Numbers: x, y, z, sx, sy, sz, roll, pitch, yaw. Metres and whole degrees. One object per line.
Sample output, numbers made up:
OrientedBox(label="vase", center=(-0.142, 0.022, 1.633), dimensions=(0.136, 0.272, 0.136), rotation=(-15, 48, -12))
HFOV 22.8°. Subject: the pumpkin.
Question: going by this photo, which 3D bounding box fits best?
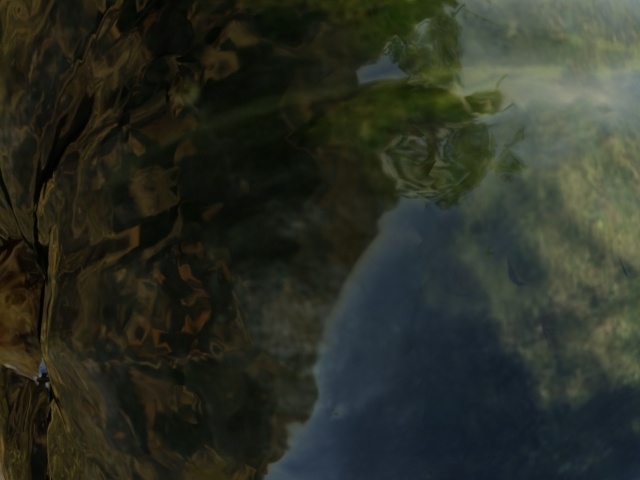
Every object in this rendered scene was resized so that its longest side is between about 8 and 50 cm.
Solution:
OrientedBox(label="pumpkin", center=(0.000, 0.000, 0.474), dimensions=(0.207, 0.300, 0.300), rotation=(-13, 166, -16))
